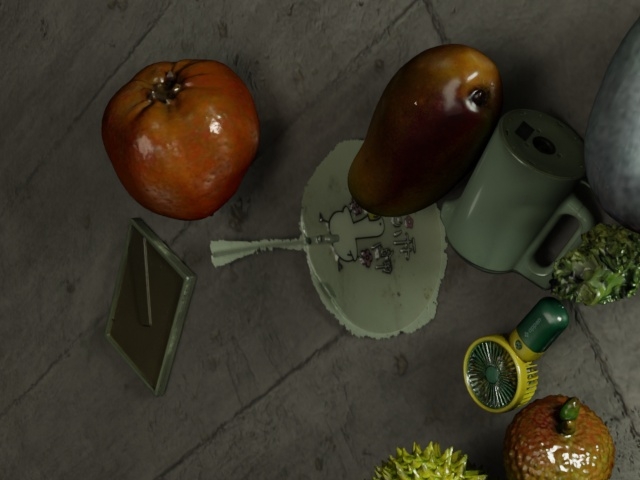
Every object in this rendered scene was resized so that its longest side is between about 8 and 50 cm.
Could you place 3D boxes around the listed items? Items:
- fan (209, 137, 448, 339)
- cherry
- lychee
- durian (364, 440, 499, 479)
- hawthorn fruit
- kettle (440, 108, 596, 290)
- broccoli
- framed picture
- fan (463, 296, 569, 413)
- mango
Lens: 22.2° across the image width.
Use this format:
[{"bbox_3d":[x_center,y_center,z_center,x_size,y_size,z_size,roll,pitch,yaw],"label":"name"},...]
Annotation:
[{"bbox_3d":[0.001,0.000,1.914,0.415,0.012,0.233,-2,96,48],"label":"fan"},{"bbox_3d":[0.345,-0.093,1.321,0.255,0.218,0.296,22,101,50],"label":"cherry"},{"bbox_3d":[0.233,0.209,1.603,0.114,0.114,0.146,52,152,30],"label":"lychee"},{"bbox_3d":[0.135,0.349,1.636,0.224,0.291,0.291,-53,54,10],"label":"durian"},{"bbox_3d":[-0.162,-0.108,1.985,0.196,0.196,0.225,40,154,39],"label":"hawthorn fruit"},{"bbox_3d":[0.203,-0.041,1.614,0.098,0.127,0.148,-92,22,-46],"label":"kettle"},{"bbox_3d":[0.263,0.028,1.544,0.097,0.092,0.095,21,129,27],"label":"broccoli"},{"bbox_3d":[-0.236,0.091,2.221,0.150,0.015,0.203,42,128,37],"label":"framed picture"},{"bbox_3d":[0.207,0.115,1.669,0.082,0.039,0.155,59,135,25],"label":"fan"},{"bbox_3d":[0.109,-0.116,1.680,0.267,0.111,0.133,-49,57,52],"label":"mango"}]
